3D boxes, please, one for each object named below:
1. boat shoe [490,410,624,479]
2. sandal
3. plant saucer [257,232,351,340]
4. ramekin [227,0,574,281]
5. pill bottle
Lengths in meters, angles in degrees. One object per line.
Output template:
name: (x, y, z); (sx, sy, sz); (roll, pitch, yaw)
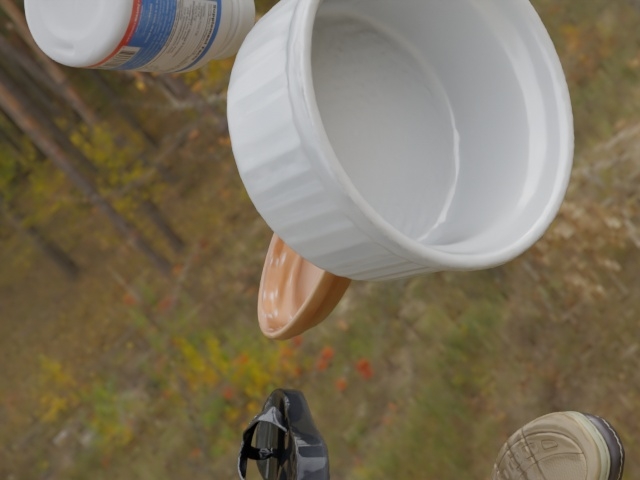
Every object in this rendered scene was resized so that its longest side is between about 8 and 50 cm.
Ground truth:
boat shoe: (0.199, 0.233, 1.291); (0.092, 0.103, 0.285); (-12, -39, -25)
sandal: (-0.037, 0.175, 1.268); (0.254, 0.054, 0.097); (176, 96, -82)
plant saucer: (0.000, 0.000, 1.392); (0.200, 0.037, 0.200); (-58, 20, 35)
ramekin: (0.059, -0.099, 1.220); (0.135, 0.277, 0.277); (-21, 23, 51)
pill bottle: (-0.161, -0.220, 1.438); (0.124, 0.124, 0.221); (-35, -14, 28)
